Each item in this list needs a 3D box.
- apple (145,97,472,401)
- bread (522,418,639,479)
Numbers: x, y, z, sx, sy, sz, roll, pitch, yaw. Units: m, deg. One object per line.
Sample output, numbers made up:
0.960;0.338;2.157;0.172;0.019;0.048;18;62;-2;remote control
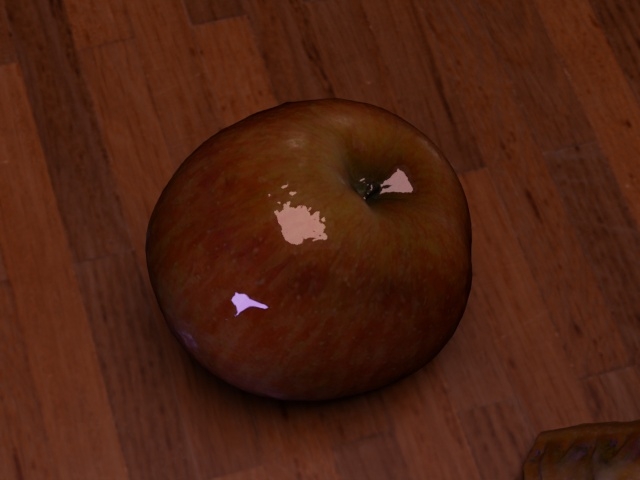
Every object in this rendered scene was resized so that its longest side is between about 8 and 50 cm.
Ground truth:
0.000;0.000;1.384;0.309;0.250;0.277;-34;69;-24;apple
0.283;0.198;1.334;0.128;0.232;0.088;-50;119;-36;bread
